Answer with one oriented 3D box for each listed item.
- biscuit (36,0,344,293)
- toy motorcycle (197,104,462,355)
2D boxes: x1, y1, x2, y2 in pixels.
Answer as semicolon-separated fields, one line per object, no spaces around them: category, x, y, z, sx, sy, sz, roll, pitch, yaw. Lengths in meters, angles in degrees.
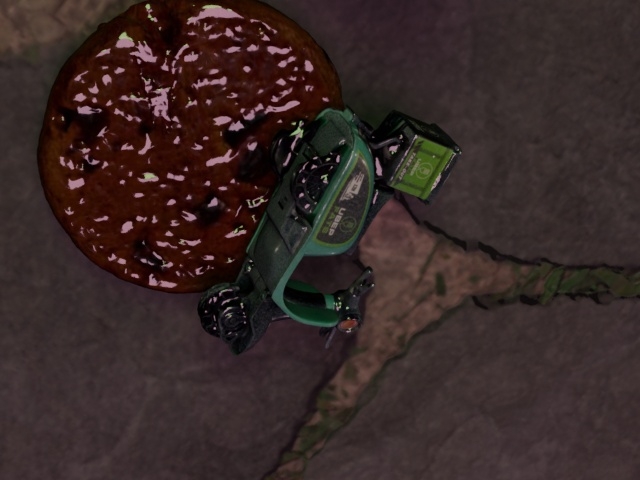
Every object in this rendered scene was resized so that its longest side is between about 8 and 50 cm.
biscuit;-0.071;-0.054;0.617;0.192;0.049;0.192;-5;122;-7
toy motorcycle;0.000;0.000;0.606;0.100;0.058;0.173;18;112;-30
